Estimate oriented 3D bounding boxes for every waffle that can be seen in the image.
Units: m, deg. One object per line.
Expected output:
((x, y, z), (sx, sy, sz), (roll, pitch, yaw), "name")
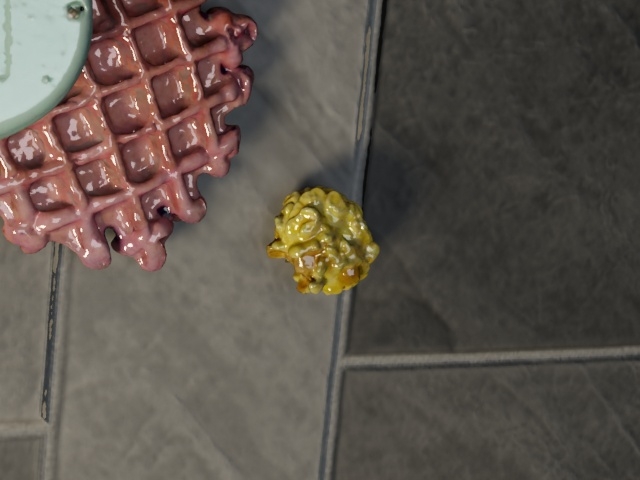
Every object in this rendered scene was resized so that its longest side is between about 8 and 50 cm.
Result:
((-0.154, -0.096, 0.842), (0.234, 0.055, 0.221), (26, 85, -29), "waffle")

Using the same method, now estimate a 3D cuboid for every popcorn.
((0.000, 0.000, 0.950), (0.083, 0.057, 0.082), (-12, 105, -24), "popcorn")

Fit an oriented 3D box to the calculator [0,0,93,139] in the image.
((-0.278, -0.136, 0.737), (0.295, 0.042, 0.184), (-1, 94, -16), "calculator")
